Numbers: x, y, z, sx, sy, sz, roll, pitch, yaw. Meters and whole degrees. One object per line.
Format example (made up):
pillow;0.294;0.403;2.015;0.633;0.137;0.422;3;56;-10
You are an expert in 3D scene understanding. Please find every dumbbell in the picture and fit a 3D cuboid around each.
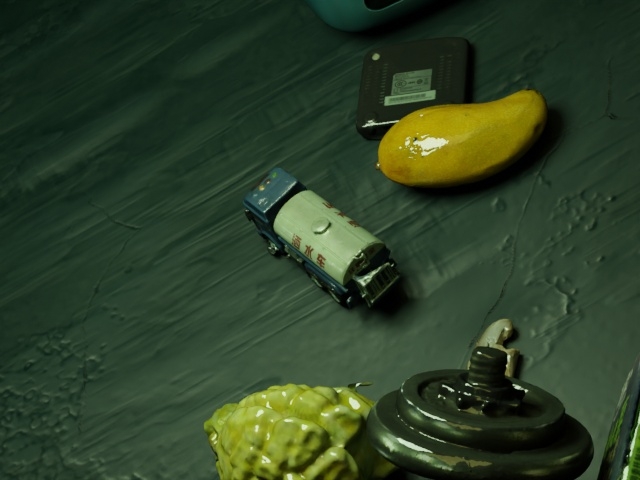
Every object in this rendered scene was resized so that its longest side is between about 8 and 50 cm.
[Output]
dumbbell;0.126;0.229;1.509;0.192;0.192;0.289;17;109;33

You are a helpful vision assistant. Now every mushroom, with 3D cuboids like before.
mushroom;0.166;0.120;1.718;0.049;0.019;0.101;0;57;24

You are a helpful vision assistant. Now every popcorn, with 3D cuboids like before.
popcorn;-0.076;0.189;1.754;0.083;0.068;0.059;-20;66;-40
popcorn;-0.010;0.193;1.662;0.174;0.173;0.142;-17;59;12

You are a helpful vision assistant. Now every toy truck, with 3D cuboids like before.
toy truck;0.000;0.000;1.837;0.074;0.088;0.202;-45;50;-9

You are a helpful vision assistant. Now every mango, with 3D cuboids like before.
mango;0.149;-0.103;1.858;0.190;0.075;0.098;-14;57;6

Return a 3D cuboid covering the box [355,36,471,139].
box;0.103;-0.172;1.958;0.126;0.027;0.125;-8;53;19

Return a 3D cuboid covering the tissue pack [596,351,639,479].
tissue pack;0.274;0.206;1.505;0.073;0.173;0.235;18;62;5

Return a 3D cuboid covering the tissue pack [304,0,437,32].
tissue pack;0.090;-0.363;1.991;0.287;0.198;0.206;-25;50;3
